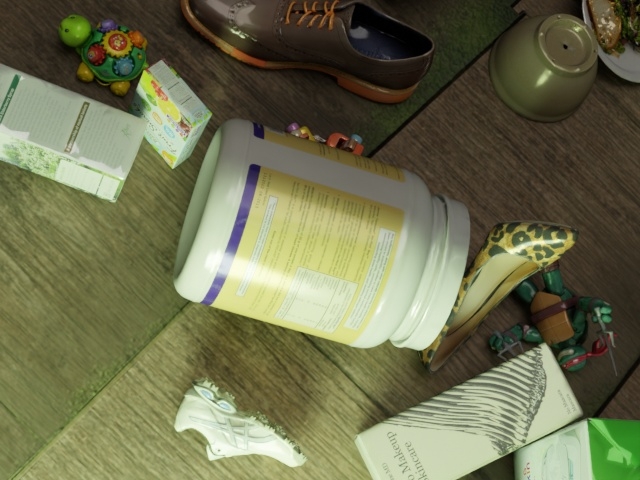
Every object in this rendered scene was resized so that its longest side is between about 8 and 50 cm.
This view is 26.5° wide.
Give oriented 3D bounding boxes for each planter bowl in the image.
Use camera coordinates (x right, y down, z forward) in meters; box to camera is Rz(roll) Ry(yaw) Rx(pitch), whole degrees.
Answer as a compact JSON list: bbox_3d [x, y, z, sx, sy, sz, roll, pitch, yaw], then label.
[{"bbox_3d":[0.345,-0.271,2.020,0.162,0.109,0.162,6,69,-16],"label":"planter bowl"}]

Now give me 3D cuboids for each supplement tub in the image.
[{"bbox_3d":[0.000,0.000,1.742,0.331,0.241,0.241,17,67,-11],"label":"supplement tub"}]

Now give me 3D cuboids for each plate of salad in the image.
[{"bbox_3d":[0.481,-0.343,2.098,0.200,0.048,0.200,9,74,-34],"label":"plate of salad"}]

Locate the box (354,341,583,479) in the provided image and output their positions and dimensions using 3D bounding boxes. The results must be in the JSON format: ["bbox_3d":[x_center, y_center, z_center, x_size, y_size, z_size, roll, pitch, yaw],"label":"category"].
[{"bbox_3d":[0.189,0.240,1.754,0.275,0.094,0.113,-27,81,-6],"label":"box"}]

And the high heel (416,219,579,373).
[{"bbox_3d":[0.231,0.077,1.788,0.093,0.261,0.186,29,60,-32],"label":"high heel"}]

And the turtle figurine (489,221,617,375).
[{"bbox_3d":[0.314,0.102,1.878,0.175,0.118,0.234,-28,77,17],"label":"turtle figurine"}]

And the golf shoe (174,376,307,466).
[{"bbox_3d":[-0.104,0.250,1.729,0.176,0.069,0.086,33,85,-1],"label":"golf shoe"}]

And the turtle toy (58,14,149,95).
[{"bbox_3d":[-0.292,-0.261,1.839,0.130,0.066,0.095,22,66,-9],"label":"turtle toy"}]

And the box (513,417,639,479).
[{"bbox_3d":[0.414,0.314,1.765,0.262,0.231,0.127,6,69,-16],"label":"box"}]

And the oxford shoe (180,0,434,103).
[{"bbox_3d":[-0.012,-0.308,1.907,0.363,0.133,0.130,15,68,-12],"label":"oxford shoe"}]

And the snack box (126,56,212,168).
[{"bbox_3d":[-0.201,-0.166,1.792,0.037,0.141,0.100,-38,86,-26],"label":"snack box"}]

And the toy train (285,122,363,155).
[{"bbox_3d":[-0.007,-0.102,1.883,0.125,0.046,0.166,33,64,-4],"label":"toy train"}]

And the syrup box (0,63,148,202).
[{"bbox_3d":[-0.355,-0.143,1.762,0.237,0.093,0.096,22,66,-9],"label":"syrup box"}]
